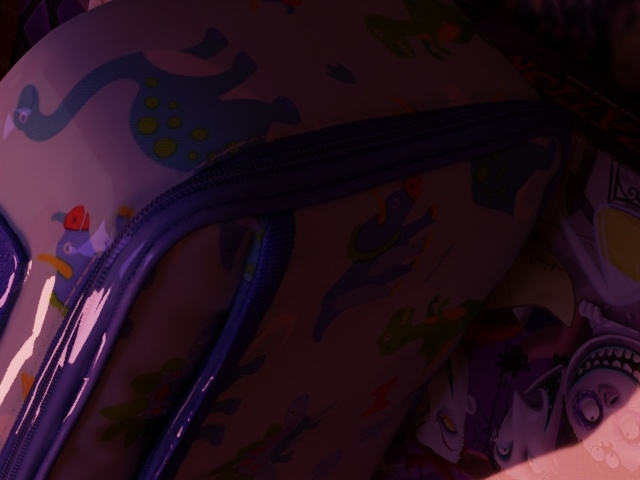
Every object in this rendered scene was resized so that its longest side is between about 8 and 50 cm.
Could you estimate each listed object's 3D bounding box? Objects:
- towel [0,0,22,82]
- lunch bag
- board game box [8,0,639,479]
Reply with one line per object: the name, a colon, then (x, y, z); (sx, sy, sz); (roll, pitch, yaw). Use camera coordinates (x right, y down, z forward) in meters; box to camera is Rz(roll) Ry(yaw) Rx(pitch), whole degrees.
towel: (-0.132, -0.028, 0.776); (0.199, 0.031, 0.275); (37, 124, 43)
lunch bag: (-0.039, 0.029, 0.465); (0.090, 0.176, 0.219); (51, 130, 25)
board game box: (0.000, 0.000, 0.578); (0.347, 0.056, 0.208); (38, 129, 34)
